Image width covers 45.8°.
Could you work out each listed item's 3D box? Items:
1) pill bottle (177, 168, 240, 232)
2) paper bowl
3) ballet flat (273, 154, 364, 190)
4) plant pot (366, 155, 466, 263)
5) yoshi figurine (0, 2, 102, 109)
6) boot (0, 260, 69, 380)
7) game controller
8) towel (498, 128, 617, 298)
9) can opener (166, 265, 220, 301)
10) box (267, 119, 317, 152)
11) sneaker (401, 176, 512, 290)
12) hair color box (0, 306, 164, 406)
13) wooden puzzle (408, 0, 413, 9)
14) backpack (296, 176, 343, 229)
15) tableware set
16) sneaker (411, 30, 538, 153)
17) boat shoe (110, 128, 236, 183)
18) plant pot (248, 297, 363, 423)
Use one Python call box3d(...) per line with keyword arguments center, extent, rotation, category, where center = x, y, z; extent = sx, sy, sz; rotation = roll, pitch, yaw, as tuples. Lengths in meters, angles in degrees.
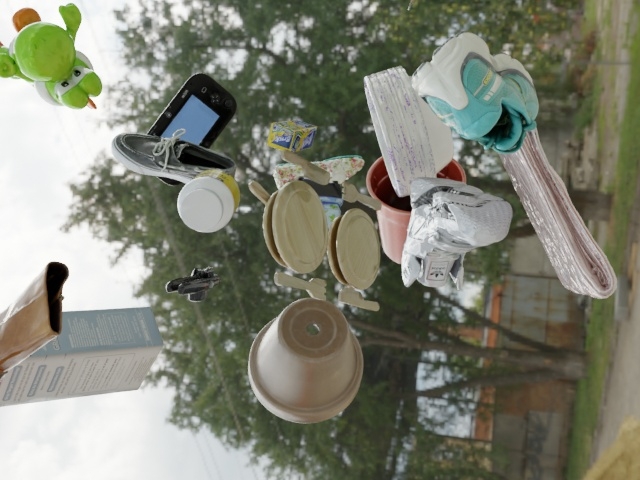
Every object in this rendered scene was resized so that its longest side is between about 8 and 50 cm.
box3d(center=(-0.208, -0.072, 1.409), extent=(0.184, 0.103, 0.103), rotation=(-90, 1, -77), category="pill bottle")
box3d(center=(0.202, -0.250, 1.697), extent=(0.284, 0.148, 0.284), rotation=(-18, -90, -87), category="paper bowl")
box3d(center=(-0.004, -0.161, 1.925), extent=(0.091, 0.241, 0.077), rotation=(40, -133, -64), category="ballet flat")
box3d(center=(0.273, -0.080, 2.184), extent=(0.265, 0.273, 0.272), rotation=(83, -162, -47), category="plant pot")
box3d(center=(-0.554, -0.375, 1.479), extent=(0.203, 0.362, 0.203), rotation=(4, -68, -47), category="yoshi figurine")
box3d(center=(-0.462, 0.196, 1.098), extent=(0.096, 0.281, 0.264), rotation=(42, -154, -35), category="boot")
box3d(center=(-0.380, -0.315, 2.153), extent=(0.166, 0.067, 0.319), rotation=(39, -96, -34), category="game controller")
box3d(center=(0.388, -0.054, 1.278), extent=(0.316, 0.054, 0.332), rotation=(66, -170, 6), category="towel")
box3d(center=(-0.249, 0.089, 1.510), extent=(0.186, 0.059, 0.073), rotation=(4, -95, -79), category="can opener")
box3d(center=(-0.062, -0.237, 1.713), extent=(0.169, 0.059, 0.054), rotation=(-35, -37, -70), category="box")
box3d(center=(0.249, 0.006, 1.432), extent=(0.366, 0.138, 0.210), rotation=(-120, 36, -74), category="sneaker")
box3d(center=(-0.545, 0.244, 1.595), extent=(0.185, 0.375, 0.113), rotation=(-56, 49, 37), category="hair color box")
box3d(center=(0.176, -0.461, 1.385), extent=(0.049, 0.006, 0.083), rotation=(-58, -13, -80), category="wooden puzzle")
box3d(center=(-0.013, -0.065, 1.595), extent=(0.114, 0.105, 0.084), rotation=(118, 151, -49), category="backpack")
box3d(center=(0.000, 0.000, 0.759), extent=(0.194, 0.039, 0.128), rotation=(22, -113, -54), category="tableware set")
box3d(center=(0.186, -0.141, 0.843), extent=(0.110, 0.107, 0.275), rotation=(58, -153, 14), category="sneaker")
box3d(center=(-0.350, -0.203, 1.809), extent=(0.105, 0.307, 0.113), rotation=(113, -179, -52), category="boat shoe")
box3d(center=(-0.022, 0.239, 1.651), extent=(0.229, 0.263, 0.262), rotation=(102, -179, -58), category="plant pot")
